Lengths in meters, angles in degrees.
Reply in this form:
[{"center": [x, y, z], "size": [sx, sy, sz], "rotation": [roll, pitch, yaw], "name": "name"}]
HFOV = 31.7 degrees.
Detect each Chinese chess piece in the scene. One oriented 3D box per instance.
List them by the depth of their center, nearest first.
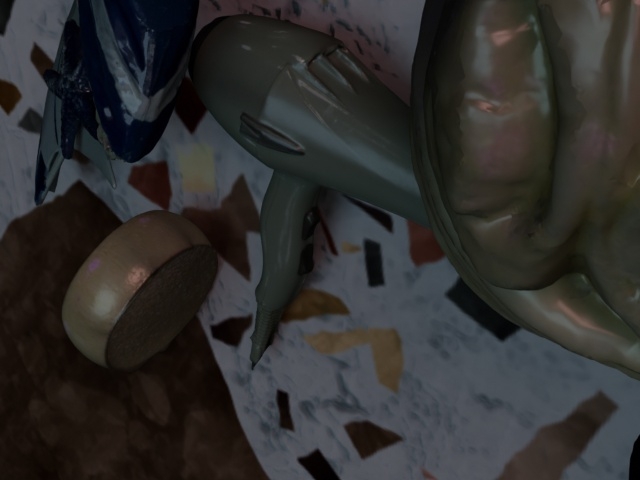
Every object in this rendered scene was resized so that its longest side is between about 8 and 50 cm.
[{"center": [-0.129, 0.036, 0.808], "size": [0.051, 0.122, 0.122], "rotation": [37, 128, 18], "name": "Chinese chess piece"}]

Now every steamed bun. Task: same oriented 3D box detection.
[{"center": [0.143, -0.082, 0.445], "size": [0.206, 0.275, 0.320], "rotation": [17, 127, -14], "name": "steamed bun"}]

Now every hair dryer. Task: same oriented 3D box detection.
[{"center": [0.025, -0.002, 0.704], "size": [0.229, 0.092, 0.267], "rotation": [19, 129, 38], "name": "hair dryer"}]

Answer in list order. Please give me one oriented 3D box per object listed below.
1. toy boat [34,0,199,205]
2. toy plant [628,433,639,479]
[{"center": [-0.146, -0.104, 0.746], "size": [0.210, 0.070, 0.292], "rotation": [-110, 36, -46], "name": "toy boat"}, {"center": [0.262, 0.091, 0.499], "size": [0.235, 0.175, 0.218], "rotation": [-32, 62, 35], "name": "toy plant"}]
